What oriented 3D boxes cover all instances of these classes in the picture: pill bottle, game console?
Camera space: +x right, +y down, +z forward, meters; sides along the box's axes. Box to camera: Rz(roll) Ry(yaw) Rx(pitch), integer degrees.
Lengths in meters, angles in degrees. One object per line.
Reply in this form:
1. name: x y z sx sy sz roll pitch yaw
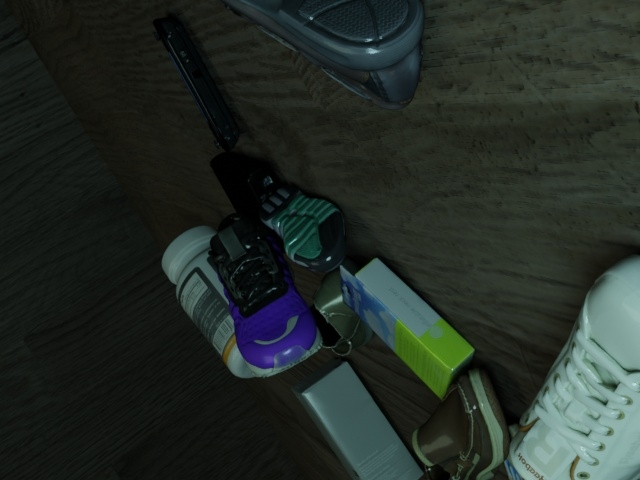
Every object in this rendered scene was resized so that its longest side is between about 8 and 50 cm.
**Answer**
1. pill bottle: -0.171 0.109 1.777 0.278 0.162 0.162 48 164 29
2. game console: -0.143 -0.150 1.346 0.361 0.044 0.213 62 167 -19

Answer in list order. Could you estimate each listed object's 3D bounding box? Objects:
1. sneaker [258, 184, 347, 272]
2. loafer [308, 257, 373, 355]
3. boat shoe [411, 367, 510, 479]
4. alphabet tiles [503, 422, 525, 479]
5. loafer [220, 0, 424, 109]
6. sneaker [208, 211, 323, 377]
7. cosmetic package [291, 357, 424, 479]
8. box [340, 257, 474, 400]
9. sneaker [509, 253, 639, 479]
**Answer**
1. sneaker: 0.000 0.000 1.191 0.098 0.083 0.223 48 180 -28
2. loafer: 0.016 0.102 1.301 0.094 0.087 0.251 51 164 20
3. boat shoe: 0.154 0.230 1.080 0.257 0.095 0.095 78 175 -56
4. alphabet tiles: 0.272 0.335 0.999 0.284 0.021 0.277 -129 16 -67
5. loafer: -0.033 -0.205 0.771 0.302 0.109 0.095 43 165 31
6. sneaker: -0.087 0.052 1.193 0.146 0.102 0.293 64 179 -27
7. cosmetic package: 0.060 0.324 1.620 0.238 0.107 0.127 53 168 0
8. box: 0.097 0.098 1.100 0.178 0.042 0.109 44 162 22
9. sneaker: 0.205 0.130 0.694 0.106 0.123 0.290 48 162 35
